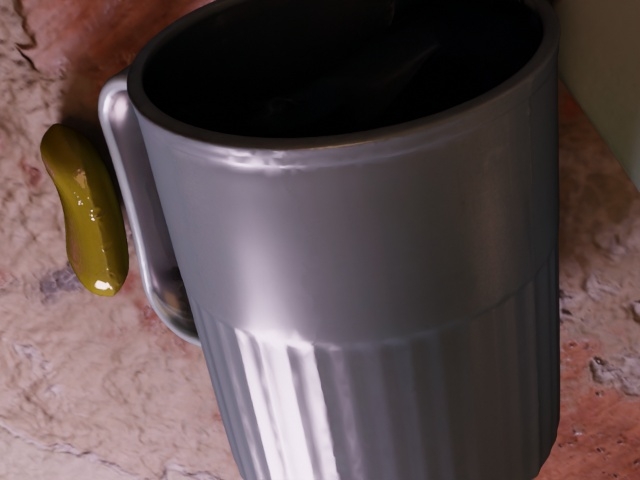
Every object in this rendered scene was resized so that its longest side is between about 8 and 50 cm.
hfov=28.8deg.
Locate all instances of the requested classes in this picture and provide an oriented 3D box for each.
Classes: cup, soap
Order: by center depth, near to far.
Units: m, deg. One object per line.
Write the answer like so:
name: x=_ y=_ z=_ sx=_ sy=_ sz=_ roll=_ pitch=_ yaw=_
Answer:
cup: x=0.000 y=0.011 z=0.835 sx=0.331 sy=0.257 sz=0.311 roll=-2 pitch=123 yaw=12
soap: x=-0.179 y=-0.023 z=0.958 sx=0.045 sy=0.089 sz=0.140 roll=-21 pitch=124 yaw=-21

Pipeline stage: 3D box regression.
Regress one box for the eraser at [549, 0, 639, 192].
eraser: x=0.265 y=-0.076 z=0.713 sx=0.189 sy=0.104 sz=0.290 roll=-43 pitch=61 yaw=29
